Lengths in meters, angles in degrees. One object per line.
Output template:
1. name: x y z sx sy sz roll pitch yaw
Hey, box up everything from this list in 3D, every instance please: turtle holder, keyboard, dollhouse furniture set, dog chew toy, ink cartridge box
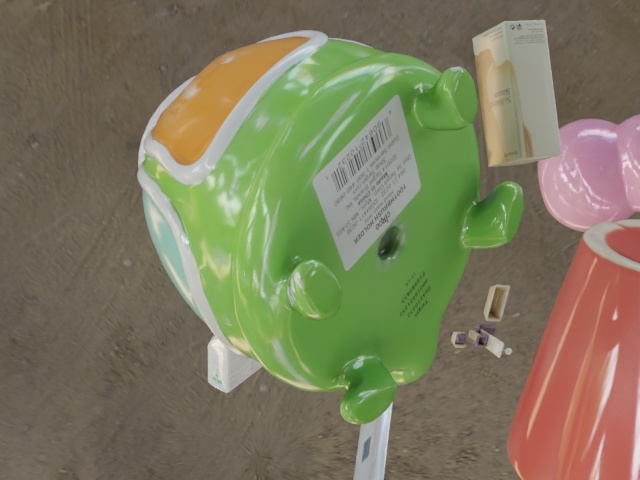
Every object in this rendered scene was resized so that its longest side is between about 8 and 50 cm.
1. turtle holder: 0.005 -0.019 0.724 0.227 0.320 0.243 25 90 35
2. keyboard: 0.058 0.232 1.086 0.014 0.072 0.256 22 43 -9
3. dollhouse furniture set: 0.283 0.134 1.587 0.091 0.081 0.114 5 106 -28
4. dog chew toy: 0.561 -0.132 1.699 0.332 0.206 0.207 -12 76 25
5. ink cartridge box: -0.121 0.129 1.678 0.056 0.225 0.181 21 35 30

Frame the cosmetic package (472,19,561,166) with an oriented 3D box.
1. cosmetic package: 0.165 -0.123 0.811 0.041 0.060 0.115 -7 88 -19

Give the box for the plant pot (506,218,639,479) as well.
1. plant pot: 0.335 0.122 0.936 0.275 0.275 0.243 5 108 -3
